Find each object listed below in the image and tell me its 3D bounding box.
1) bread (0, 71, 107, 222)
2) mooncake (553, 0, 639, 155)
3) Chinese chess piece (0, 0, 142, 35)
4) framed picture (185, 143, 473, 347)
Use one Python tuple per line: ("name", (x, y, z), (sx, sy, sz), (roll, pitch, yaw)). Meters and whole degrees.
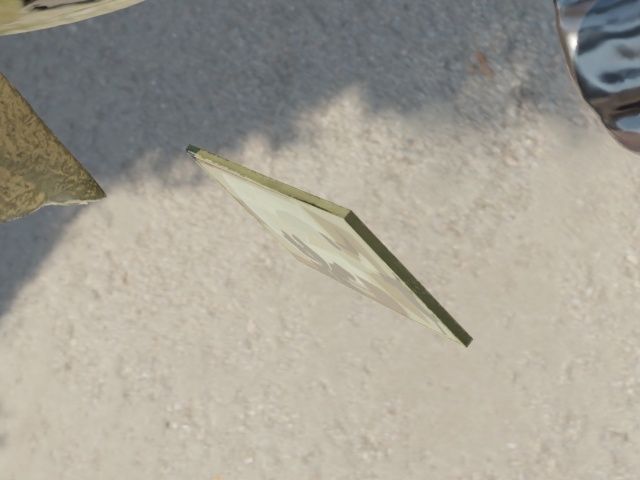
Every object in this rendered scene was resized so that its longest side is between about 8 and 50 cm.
("bread", (-0.218, -0.085, 0.738), (0.077, 0.105, 0.152), (1, 107, 42))
("mooncake", (0.305, -0.210, 0.913), (0.141, 0.283, 0.283), (-10, 74, 44))
("Chinese chess piece", (-0.153, -0.177, 0.526), (0.257, 0.257, 0.104), (-15, 87, 30))
("framed picture", (0.000, 0.000, 0.731), (0.010, 0.136, 0.201), (-53, 36, -9))
